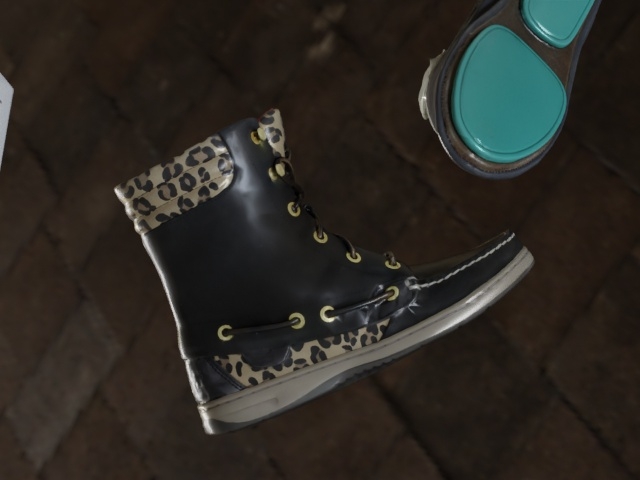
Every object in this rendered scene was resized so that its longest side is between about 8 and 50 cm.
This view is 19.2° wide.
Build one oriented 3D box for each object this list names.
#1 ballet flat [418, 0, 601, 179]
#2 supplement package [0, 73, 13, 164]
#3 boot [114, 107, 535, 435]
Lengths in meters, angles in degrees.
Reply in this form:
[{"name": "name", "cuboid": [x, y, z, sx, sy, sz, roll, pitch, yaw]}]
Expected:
[{"name": "ballet flat", "cuboid": [0.091, -0.086, 0.942, 0.074, 0.074, 0.203, -23, 27, 40]}, {"name": "supplement package", "cuboid": [-0.328, -0.028, 0.934, 0.292, 0.175, 0.178, -14, 49, 19]}, {"name": "boot", "cuboid": [0.000, 0.000, 1.910, 0.377, 0.284, 0.138, -26, -1, -4]}]
